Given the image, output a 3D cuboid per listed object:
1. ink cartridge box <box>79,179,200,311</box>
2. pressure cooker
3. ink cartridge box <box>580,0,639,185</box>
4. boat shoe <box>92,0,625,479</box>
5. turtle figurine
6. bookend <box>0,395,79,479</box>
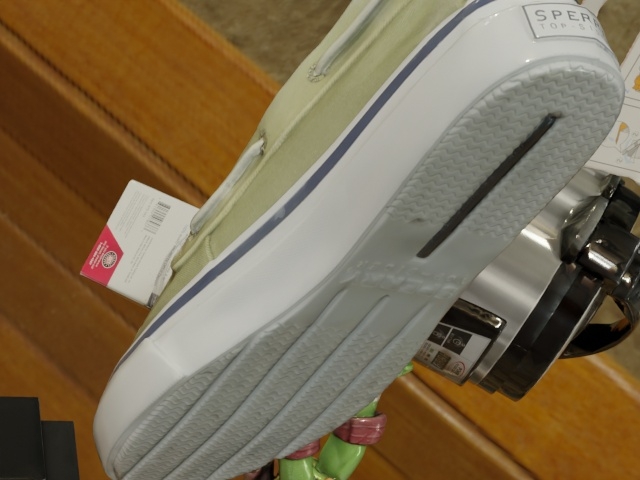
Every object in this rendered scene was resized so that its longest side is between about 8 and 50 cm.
[{"bbox_3d":[-0.141,0.022,1.134,0.151,0.063,0.109,24,78,18],"label":"ink cartridge box"},{"bbox_3d":[0.255,0.015,1.618,0.420,0.370,0.375,31,112,6],"label":"pressure cooker"},{"bbox_3d":[0.229,-0.102,0.591,0.225,0.056,0.181,14,127,-13],"label":"ink cartridge box"},{"bbox_3d":[0.000,0.000,0.483,0.302,0.109,0.094,-45,47,30],"label":"boat shoe"},{"bbox_3d":[0.022,0.245,1.031,0.198,0.274,0.266,6,104,-4],"label":"turtle figurine"},{"bbox_3d":[-0.232,0.165,0.837,0.156,0.157,0.072,-29,63,41],"label":"bookend"}]
